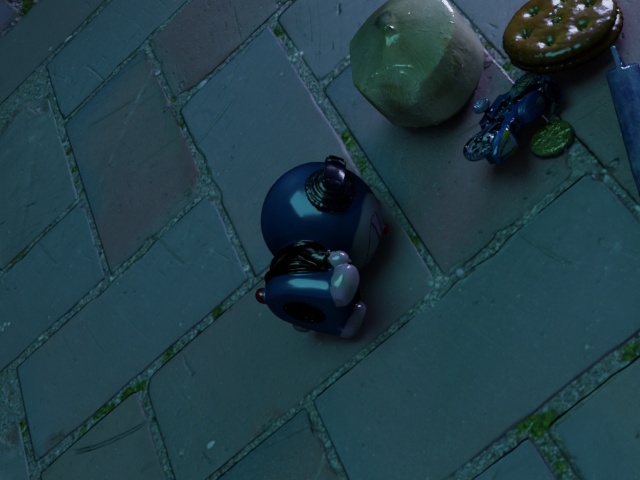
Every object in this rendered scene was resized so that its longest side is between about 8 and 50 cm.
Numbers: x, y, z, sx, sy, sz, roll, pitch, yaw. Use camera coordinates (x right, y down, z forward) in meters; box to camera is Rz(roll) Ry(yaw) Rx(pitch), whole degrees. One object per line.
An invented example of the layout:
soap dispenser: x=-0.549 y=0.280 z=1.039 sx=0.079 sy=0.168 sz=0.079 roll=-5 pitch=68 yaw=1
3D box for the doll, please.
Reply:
doll: x=0.000 y=0.000 z=1.985 sx=0.240 sy=0.284 sz=0.309 roll=14 pitch=61 yaw=0

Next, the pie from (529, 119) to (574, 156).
pie: x=0.412 y=-0.182 z=1.910 sx=0.085 sy=0.017 sz=0.085 roll=-22 pitch=48 yaw=27

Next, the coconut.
coconut: x=0.173 y=-0.347 z=2.057 sx=0.245 sy=0.247 sz=0.244 roll=-21 pitch=53 yaw=30

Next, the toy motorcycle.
toy motorcycle: x=0.351 y=-0.226 z=1.922 sx=0.136 sy=0.092 sz=0.254 roll=-3 pitch=42 yaw=53

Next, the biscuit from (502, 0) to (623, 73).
biscuit: x=0.438 y=-0.382 z=1.951 sx=0.221 sy=0.066 sz=0.220 roll=-20 pitch=39 yaw=17

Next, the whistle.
whistle: x=0.528 y=-0.200 z=1.791 sx=0.062 sy=0.062 sz=0.304 roll=-25 pitch=49 yaw=27
